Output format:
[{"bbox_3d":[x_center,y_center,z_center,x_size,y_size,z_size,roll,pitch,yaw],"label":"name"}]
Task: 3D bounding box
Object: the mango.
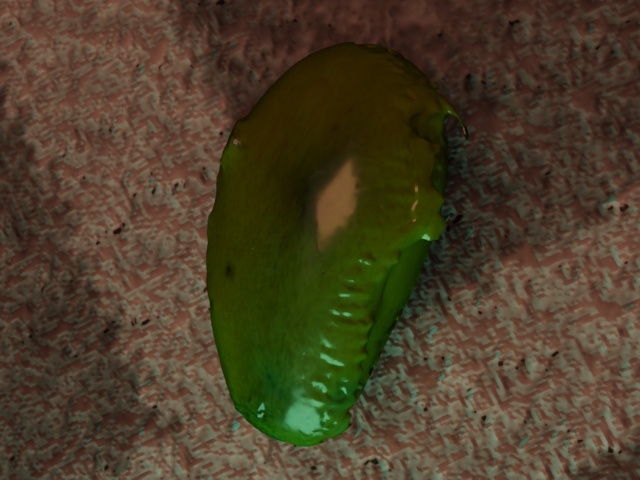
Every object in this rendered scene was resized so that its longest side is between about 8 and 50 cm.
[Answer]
[{"bbox_3d":[-0.001,0.000,0.569,0.100,0.119,0.178,14,92,0],"label":"mango"}]
